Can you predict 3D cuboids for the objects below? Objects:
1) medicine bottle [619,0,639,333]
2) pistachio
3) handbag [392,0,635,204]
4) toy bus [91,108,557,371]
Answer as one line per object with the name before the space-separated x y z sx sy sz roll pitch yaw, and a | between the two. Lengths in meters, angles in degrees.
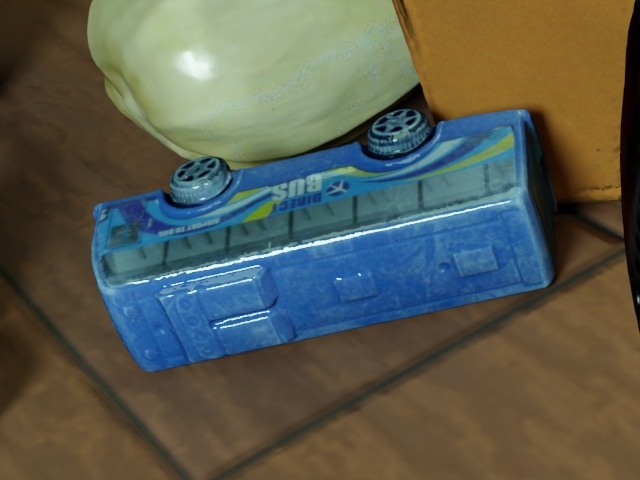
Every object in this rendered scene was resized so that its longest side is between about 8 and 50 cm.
medicine bottle | 0.314 -0.027 0.631 0.395 0.242 0.242 -9 26 -11
pistachio | -0.019 -0.124 1.070 0.229 0.157 0.157 -16 28 -8
handbag | 0.217 -0.172 0.852 0.410 0.303 0.116 -5 34 27
toy bus | -0.001 -0.001 0.923 0.236 0.079 0.094 -13 30 12
